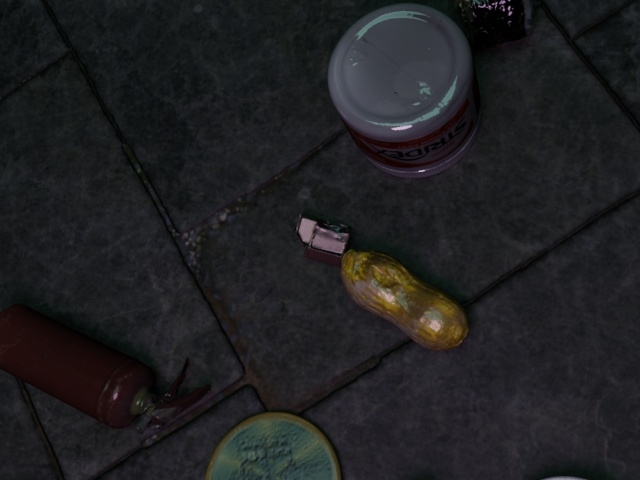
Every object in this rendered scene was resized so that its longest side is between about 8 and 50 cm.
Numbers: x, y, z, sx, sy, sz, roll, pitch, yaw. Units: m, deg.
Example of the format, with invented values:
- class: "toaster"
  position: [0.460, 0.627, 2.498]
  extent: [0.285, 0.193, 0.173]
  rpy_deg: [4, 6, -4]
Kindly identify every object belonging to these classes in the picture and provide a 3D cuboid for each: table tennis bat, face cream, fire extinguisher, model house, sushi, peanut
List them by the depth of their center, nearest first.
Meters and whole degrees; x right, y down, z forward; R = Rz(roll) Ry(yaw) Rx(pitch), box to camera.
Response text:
- class: "table tennis bat"
  position: [-0.062, 0.397, 1.248]
  extent: [0.199, 0.050, 0.320]
  rpy_deg: [-8, 69, 10]
- class: "peanut"
  position: [0.115, 0.082, 1.265]
  extent: [0.207, 0.087, 0.087]
  rpy_deg: [34, 85, 18]
- class: "face cream"
  position: [0.125, -0.210, 1.288]
  extent: [0.201, 0.187, 0.200]
  rpy_deg: [-4, 74, 13]
- class: "sushi"
  position: [0.251, -0.398, 1.332]
  extent: [0.115, 0.147, 0.212]
  rpy_deg: [-5, 78, 13]
- class: "model house"
  position: [0.000, 0.000, 1.339]
  extent: [0.083, 0.057, 0.058]
  rpy_deg: [14, 105, -1]
- class: "fire extinguisher"
  position: [-0.329, 0.189, 1.348]
  extent: [0.337, 0.106, 0.147]
  rpy_deg: [22, 56, 18]

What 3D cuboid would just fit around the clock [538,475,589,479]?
- class: "clock"
  position: [0.313, 0.398, 1.135]
  extent: [0.197, 0.068, 0.196]
  rpy_deg: [-4, 75, 13]
